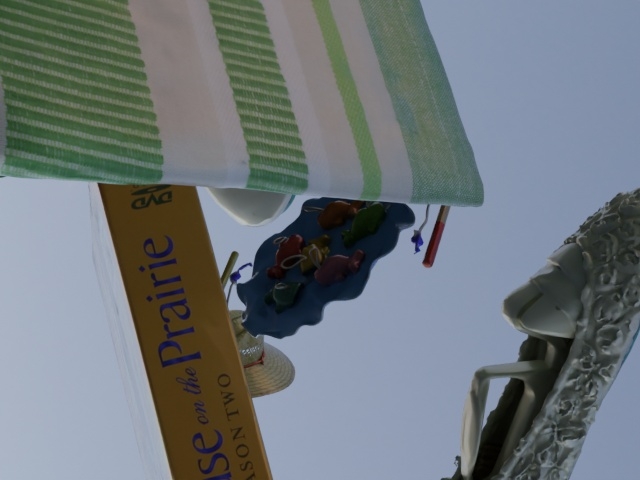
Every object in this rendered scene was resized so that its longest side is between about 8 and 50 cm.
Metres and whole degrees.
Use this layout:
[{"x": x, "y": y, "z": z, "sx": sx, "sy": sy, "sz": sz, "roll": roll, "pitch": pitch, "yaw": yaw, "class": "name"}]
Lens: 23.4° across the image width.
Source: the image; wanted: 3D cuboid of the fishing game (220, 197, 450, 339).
[{"x": 0.000, "y": 0.000, "z": 1.250, "sx": 0.264, "sy": 0.041, "sz": 0.189, "roll": -22, "pitch": -148, "yaw": 38, "class": "fishing game"}]

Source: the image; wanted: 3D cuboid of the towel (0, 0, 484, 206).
[{"x": -0.079, "y": -0.129, "z": 0.816, "sx": 0.038, "sy": 0.325, "sz": 0.248, "roll": -45, "pitch": -127, "yaw": 45, "class": "towel"}]

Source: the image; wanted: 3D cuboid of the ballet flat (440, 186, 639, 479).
[{"x": 0.231, "y": 0.130, "z": 1.581, "sx": 0.147, "sy": 0.147, "sz": 0.409, "roll": 38, "pitch": -67, "yaw": 54, "class": "ballet flat"}]

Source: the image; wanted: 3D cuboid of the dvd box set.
[{"x": -0.074, "y": 0.172, "z": 1.005, "sx": 0.307, "sy": 0.062, "sz": 0.420, "roll": 122, "pitch": -47, "yaw": -75, "class": "dvd box set"}]

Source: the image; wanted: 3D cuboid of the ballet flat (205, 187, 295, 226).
[{"x": -0.105, "y": -0.210, "z": 1.399, "sx": 0.139, "sy": 0.139, "sz": 0.400, "roll": -18, "pitch": -108, "yaw": 50, "class": "ballet flat"}]

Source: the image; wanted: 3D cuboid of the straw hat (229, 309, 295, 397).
[{"x": -0.090, "y": 0.108, "z": 1.646, "sx": 0.144, "sy": 0.144, "sz": 0.061, "roll": 46, "pitch": -48, "yaw": 52, "class": "straw hat"}]
